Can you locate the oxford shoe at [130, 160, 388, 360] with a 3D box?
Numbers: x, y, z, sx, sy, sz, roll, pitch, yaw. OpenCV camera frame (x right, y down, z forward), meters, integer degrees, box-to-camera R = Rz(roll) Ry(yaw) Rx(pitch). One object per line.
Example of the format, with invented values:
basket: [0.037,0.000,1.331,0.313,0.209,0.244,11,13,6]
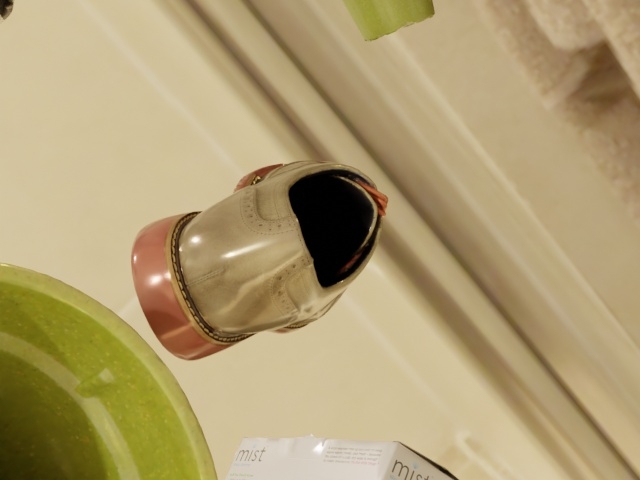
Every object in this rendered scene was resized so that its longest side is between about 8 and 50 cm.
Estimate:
oxford shoe: [0.000,0.000,0.995,0.130,0.123,0.348,-20,6,22]

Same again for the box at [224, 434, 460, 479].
box: [-0.008,0.324,1.417,0.262,0.127,0.231,-10,50,51]

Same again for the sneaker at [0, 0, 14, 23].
sneaker: [-0.393,-0.272,1.079,0.323,0.130,0.236,-3,70,4]

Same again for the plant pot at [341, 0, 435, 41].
plant pot: [0.040,-0.178,0.936,0.083,0.079,0.083,-22,8,3]

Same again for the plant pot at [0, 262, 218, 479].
plant pot: [-0.237,0.182,0.793,0.254,0.276,0.276,-29,27,45]
